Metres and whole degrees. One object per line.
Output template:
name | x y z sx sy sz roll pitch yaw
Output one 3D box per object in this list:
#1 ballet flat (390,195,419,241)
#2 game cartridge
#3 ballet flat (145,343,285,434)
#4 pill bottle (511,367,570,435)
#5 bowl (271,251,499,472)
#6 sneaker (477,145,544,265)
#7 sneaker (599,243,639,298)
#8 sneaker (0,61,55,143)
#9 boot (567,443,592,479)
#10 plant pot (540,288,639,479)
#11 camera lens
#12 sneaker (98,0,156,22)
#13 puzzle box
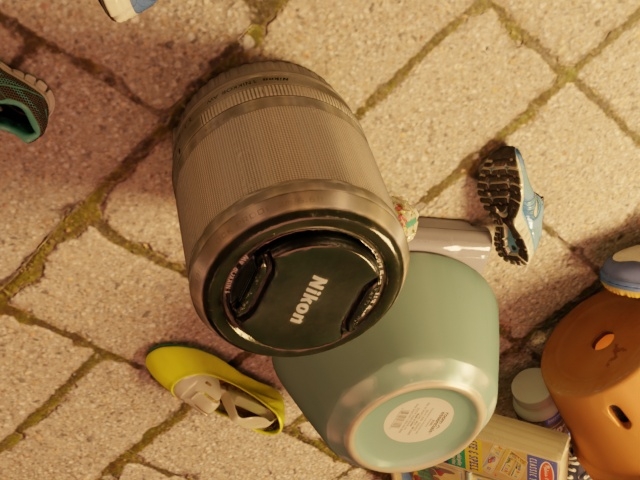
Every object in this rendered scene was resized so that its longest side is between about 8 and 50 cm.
ballet flat | 0.000 0.000 1.242 0.241 0.077 0.091 -19 99 12
game cartridge | 0.092 0.092 1.393 0.196 0.060 0.294 6 130 -16
ballet flat | -0.136 0.211 1.417 0.231 0.077 0.077 30 119 -35
pill bottle | 0.340 0.260 1.597 0.078 0.078 0.137 -23 134 5
bowl | 0.102 0.182 1.331 0.312 0.163 0.311 -7 134 -8
sneaker | 0.246 -0.051 1.308 0.073 0.063 0.162 -42 131 -37
sneaker | 0.516 -0.011 1.400 0.296 0.112 0.131 -14 116 -5
sneaker | -0.338 -0.152 1.029 0.166 0.076 0.065 25 120 -33
boot | 0.429 0.374 1.743 0.190 0.069 0.086 -39 123 9
plant pot | 0.449 0.198 1.457 0.291 0.291 0.203 -36 114 18
camera lens | -0.039 -0.032 1.085 0.219 0.274 0.219 -8 133 -9
sneaker | -0.175 -0.355 0.878 0.147 0.130 0.330 -27 138 -11
puzzle box | 0.245 0.402 1.616 0.272 0.052 0.409 12 138 22
